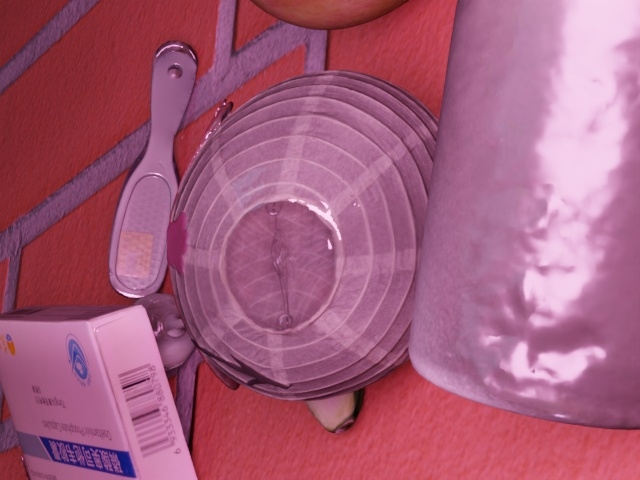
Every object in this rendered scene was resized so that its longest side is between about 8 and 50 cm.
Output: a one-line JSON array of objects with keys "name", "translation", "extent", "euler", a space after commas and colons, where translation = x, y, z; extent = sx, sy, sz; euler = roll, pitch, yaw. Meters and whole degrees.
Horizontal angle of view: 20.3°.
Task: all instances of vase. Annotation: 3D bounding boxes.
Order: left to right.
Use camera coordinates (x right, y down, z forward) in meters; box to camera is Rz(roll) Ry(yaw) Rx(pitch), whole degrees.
[{"name": "vase", "translation": [0.163, -0.044, 1.070], "extent": [0.245, 0.245, 0.291], "euler": [22, 103, 63]}]

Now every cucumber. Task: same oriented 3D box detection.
[{"name": "cucumber", "translation": [0.014, 0.113, 1.485], "extent": [0.067, 0.035, 0.107], "euler": [-43, 45, 30]}]

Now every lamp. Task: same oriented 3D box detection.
[{"name": "lamp", "translation": [0.000, 0.000, 1.368], "extent": [0.233, 0.233, 0.265], "euler": [-151, 67, -63]}]

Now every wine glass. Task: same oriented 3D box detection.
[{"name": "wine glass", "translation": [-0.143, 0.085, 1.754], "extent": [0.195, 0.079, 0.079], "euler": [-19, 61, 58]}]

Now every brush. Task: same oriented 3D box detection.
[{"name": "brush", "translation": [-0.178, -0.072, 1.934], "extent": [0.060, 0.068, 0.296], "euler": [116, 165, -72]}]

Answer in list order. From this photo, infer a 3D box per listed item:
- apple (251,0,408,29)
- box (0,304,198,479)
[{"name": "apple", "translation": [0.020, -0.309, 1.466], "extent": [0.234, 0.257, 0.256], "euler": [-18, 56, 24]}, {"name": "box", "translation": [-0.240, 0.166, 1.822], "extent": [0.343, 0.065, 0.200], "euler": [-4, 105, 62]}]
